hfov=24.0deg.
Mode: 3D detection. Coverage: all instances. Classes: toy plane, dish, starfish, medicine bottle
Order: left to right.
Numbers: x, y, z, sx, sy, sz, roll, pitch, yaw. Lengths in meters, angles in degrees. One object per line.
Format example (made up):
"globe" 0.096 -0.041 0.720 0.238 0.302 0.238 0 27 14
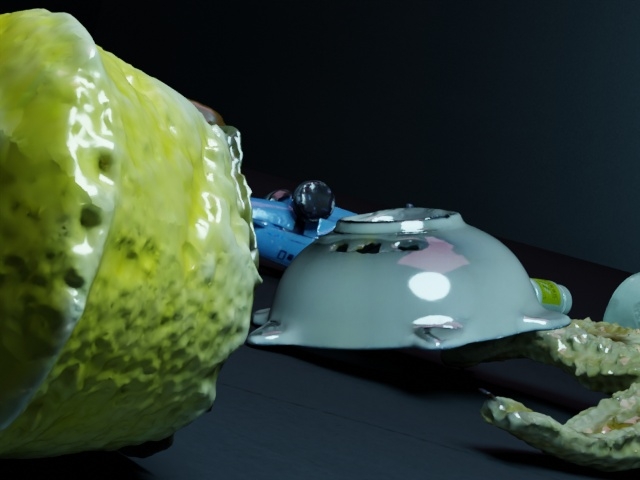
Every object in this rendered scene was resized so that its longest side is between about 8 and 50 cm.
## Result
"toy plane" 0.000 0.000 1.498 0.271 0.105 0.254 7 -7 -25
"dish" 0.058 0.023 1.094 0.236 0.086 0.228 -4 5 4
"medicine bottle" 0.248 0.067 1.709 0.047 0.047 0.083 18 7 39
"starfish" 0.253 0.108 0.978 0.432 0.082 0.324 4 10 19

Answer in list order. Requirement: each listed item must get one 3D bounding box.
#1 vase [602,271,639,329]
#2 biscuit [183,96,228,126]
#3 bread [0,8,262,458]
"vase" 0.374 0.105 1.400 0.096 0.096 0.219 10 9 -42
"biscuit" -0.267 -0.101 1.277 0.366 0.115 0.268 14 10 6
"bread" -0.118 0.005 0.618 0.197 0.197 0.170 18 -1 40
